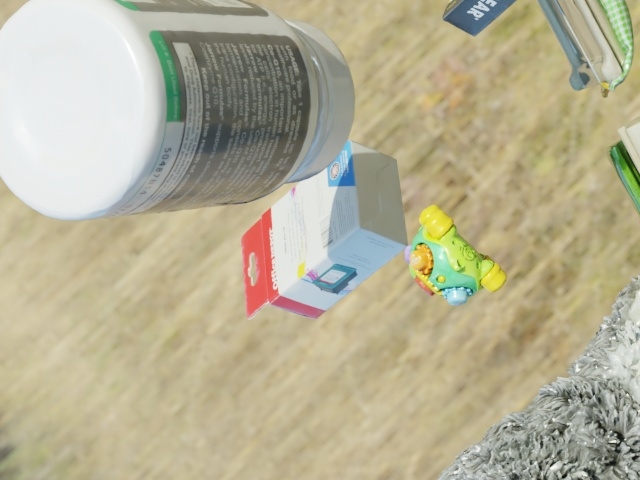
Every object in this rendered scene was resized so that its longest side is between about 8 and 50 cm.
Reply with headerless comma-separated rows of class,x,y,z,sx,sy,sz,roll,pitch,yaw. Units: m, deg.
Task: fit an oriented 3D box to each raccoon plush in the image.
raccoon plush,0.197,0.173,1.725,0.446,0.299,0.216,8,151,-5

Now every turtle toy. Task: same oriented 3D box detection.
turtle toy,0.116,0.020,1.632,0.095,0.066,0.130,44,-178,-7

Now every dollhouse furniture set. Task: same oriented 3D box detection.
dollhouse furniture set,0.289,-0.165,1.453,0.302,0.151,0.197,61,-179,-3

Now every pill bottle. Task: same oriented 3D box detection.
pill bottle,-0.130,-0.130,1.651,0.204,0.204,0.361,41,-156,23

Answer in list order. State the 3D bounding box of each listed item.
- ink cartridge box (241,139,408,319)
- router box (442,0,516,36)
ink cartridge box,0.000,0.000,2.115,0.078,0.134,0.231,20,138,-32
router box,0.198,-0.303,1.785,0.046,0.133,0.179,27,156,-11
